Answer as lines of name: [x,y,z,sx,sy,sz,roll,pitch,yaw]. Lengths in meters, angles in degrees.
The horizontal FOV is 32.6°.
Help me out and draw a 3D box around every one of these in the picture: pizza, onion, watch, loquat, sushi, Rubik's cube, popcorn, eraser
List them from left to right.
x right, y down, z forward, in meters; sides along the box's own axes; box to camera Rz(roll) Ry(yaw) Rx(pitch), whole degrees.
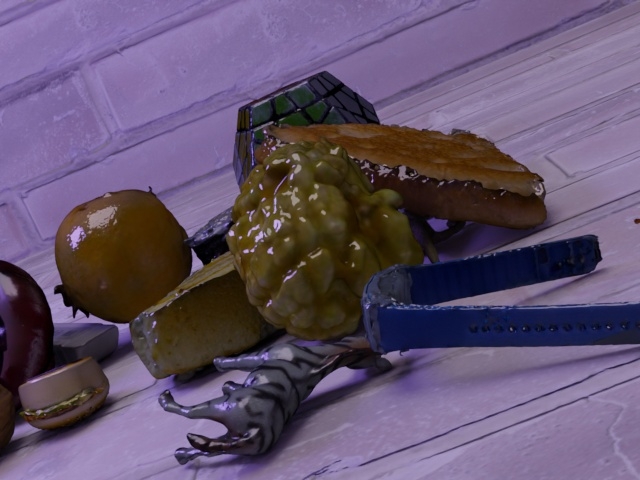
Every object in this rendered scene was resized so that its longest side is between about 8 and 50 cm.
onion: [-0.503,0.165,1.732,0.272,0.271,0.195,-14,-21,38]
eraser: [-0.447,0.185,1.883,0.089,0.061,0.352,-32,15,-34]
loquat: [-0.336,0.031,1.831,0.244,0.243,0.244,-23,12,5]
sushi: [-0.131,-0.001,1.850,0.136,0.126,0.225,-28,1,16]
Rubik's cube: [-0.025,-0.174,2.138,0.319,0.319,0.264,-14,41,40]
popcorn: [0.000,0.000,1.412,0.224,0.258,0.270,-50,-9,34]
pizza: [0.100,-0.112,1.637,0.392,0.080,0.435,3,15,-11]
watch: [0.179,0.071,1.113,0.275,0.068,0.276,-8,12,4]

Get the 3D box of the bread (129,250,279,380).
bread: [-0.156,0.107,1.539,0.257,0.124,0.186,-34,9,-38]

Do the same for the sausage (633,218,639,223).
sausage: [0.432,-0.048,1.259,0.145,0.048,0.050,-21,-11,11]

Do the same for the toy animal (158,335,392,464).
toy animal: [-0.060,0.158,1.205,0.255,0.089,0.170,-35,22,-34]

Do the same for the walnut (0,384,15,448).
walnut: [-0.517,0.257,1.507,0.155,0.155,0.184,-12,12,44]

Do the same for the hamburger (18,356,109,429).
hamburger: [-0.359,0.218,1.528,0.127,0.081,0.141,-22,0,-4]

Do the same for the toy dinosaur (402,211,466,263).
toy dinosaur: [0.134,0.004,1.590,0.251,0.072,0.200,0,33,45]

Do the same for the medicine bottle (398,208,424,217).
medicine bottle: [0.172,-0.071,1.819,0.091,0.058,0.058,-26,12,-11]
